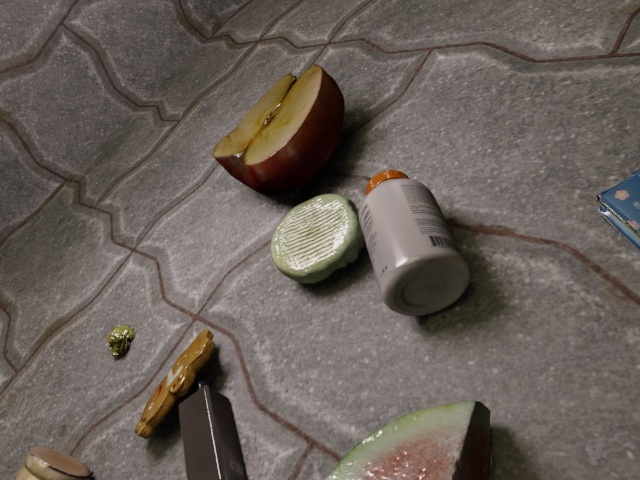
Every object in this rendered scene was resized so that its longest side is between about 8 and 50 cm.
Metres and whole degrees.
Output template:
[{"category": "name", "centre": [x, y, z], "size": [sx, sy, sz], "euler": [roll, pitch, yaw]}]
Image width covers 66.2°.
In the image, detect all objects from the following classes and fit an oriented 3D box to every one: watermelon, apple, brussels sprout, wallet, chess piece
[{"category": "watermelon", "centre": [0.124, 0.355, 0.666], "size": [0.310, 0.193, 0.232], "euler": [-23, 22, 0]}, {"category": "apple", "centre": [-0.104, -0.295, 1.294], "size": [0.328, 0.295, 0.365], "euler": [28, 71, 12]}, {"category": "brussels sprout", "centre": [-0.531, 0.263, 1.288], "size": [0.085, 0.058, 0.085], "euler": [-11, 65, 25]}, {"category": "wallet", "centre": [0.558, -0.073, 0.763], "size": [0.202, 0.059, 0.141], "euler": [-35, 47, 9]}, {"category": "chess piece", "centre": [-0.605, 0.578, 1.009], "size": [0.142, 0.143, 0.261], "euler": [8, 64, 41]}]

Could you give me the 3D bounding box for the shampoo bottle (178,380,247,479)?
[{"category": "shampoo bottle", "centre": [-0.208, 0.373, 0.923], "size": [0.079, 0.080, 0.246], "euler": [-35, 40, 5]}]

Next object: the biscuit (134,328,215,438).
[{"category": "biscuit", "centre": [-0.313, 0.302, 1.050], "size": [0.249, 0.035, 0.184], "euler": [-53, 15, -3]}]

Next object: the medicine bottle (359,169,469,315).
[{"category": "medicine bottle", "centre": [0.162, -0.012, 0.932], "size": [0.157, 0.157, 0.289], "euler": [-27, 42, 15]}]

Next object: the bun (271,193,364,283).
[{"category": "bun", "centre": [-0.003, 0.001, 1.084], "size": [0.221, 0.108, 0.221], "euler": [-15, 54, 22]}]
